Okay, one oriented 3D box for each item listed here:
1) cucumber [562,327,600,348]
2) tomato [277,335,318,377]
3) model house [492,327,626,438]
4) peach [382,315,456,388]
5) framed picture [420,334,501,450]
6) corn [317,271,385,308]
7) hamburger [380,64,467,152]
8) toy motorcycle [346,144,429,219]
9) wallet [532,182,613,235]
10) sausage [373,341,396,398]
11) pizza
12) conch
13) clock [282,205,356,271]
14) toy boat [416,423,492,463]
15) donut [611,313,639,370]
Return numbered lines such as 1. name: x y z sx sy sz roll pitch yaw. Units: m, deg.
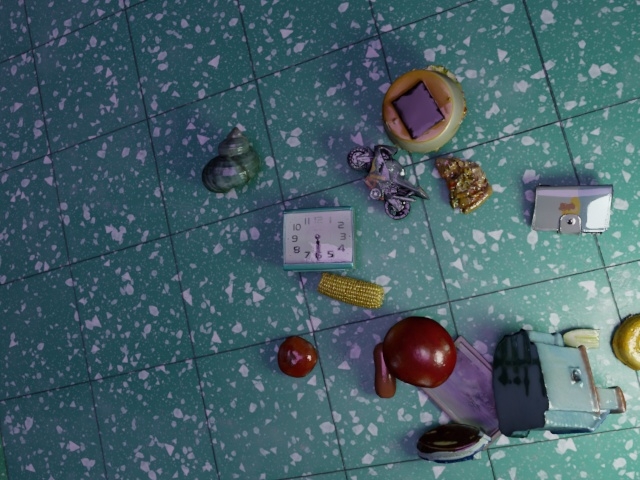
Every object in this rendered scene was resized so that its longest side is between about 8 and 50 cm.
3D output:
1. cucumber: 0.829 0.309 1.561 0.107 0.035 0.067 -1 97 20
2. tomato: -0.095 0.430 1.784 0.155 0.069 0.156 -1 87 16
3. model house: 0.739 0.444 1.505 0.328 0.252 0.295 5 62 -11
4. peach: 0.321 0.366 1.596 0.243 0.200 0.244 -7 55 10
5. framed picture: 0.507 0.508 1.642 0.315 0.024 0.232 44 99 14
6. corn: 0.106 0.178 1.733 0.243 0.093 0.094 12 90 19
7. hamburger: 0.346 -0.438 1.659 0.294 0.179 0.276 -35 79 20
8. toy motorcycle: 0.233 -0.222 1.702 0.173 0.108 0.307 -39 88 13
9. wallet: 0.805 -0.101 1.573 0.230 0.069 0.170 2 105 18
10. sausage: 0.223 0.448 1.697 0.077 0.077 0.194 -4 86 15
11. pizza: 0.487 -0.207 1.664 0.147 0.069 0.227 -23 82 15
12. conch: -0.335 -0.290 1.847 0.220 0.195 0.278 41 126 41
13. clock: 0.000 0.000 1.768 0.262 0.116 0.232 -3 81 14
14. toy boat: 0.437 0.679 1.610 0.261 0.114 0.115 -15 121 25
15. donut: 0.988 0.305 1.498 0.181 0.078 0.146 -41 81 8
